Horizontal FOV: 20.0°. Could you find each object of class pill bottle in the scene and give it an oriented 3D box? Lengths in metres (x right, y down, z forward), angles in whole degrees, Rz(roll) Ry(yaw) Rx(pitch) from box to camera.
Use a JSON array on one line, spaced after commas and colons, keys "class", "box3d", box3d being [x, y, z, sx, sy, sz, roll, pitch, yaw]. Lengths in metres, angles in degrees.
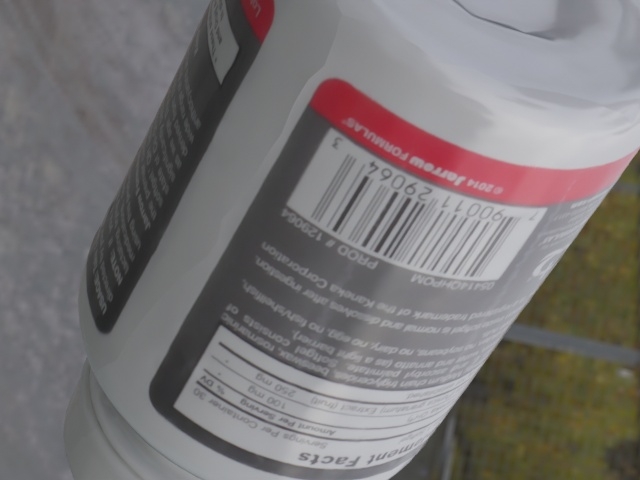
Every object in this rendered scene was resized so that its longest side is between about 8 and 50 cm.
[{"class": "pill bottle", "box3d": [0.000, 0.000, 0.777, 0.176, 0.176, 0.318, -78, -165, -50]}]
